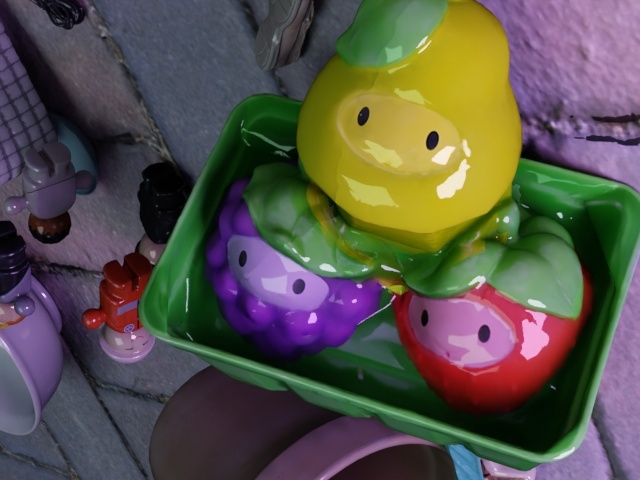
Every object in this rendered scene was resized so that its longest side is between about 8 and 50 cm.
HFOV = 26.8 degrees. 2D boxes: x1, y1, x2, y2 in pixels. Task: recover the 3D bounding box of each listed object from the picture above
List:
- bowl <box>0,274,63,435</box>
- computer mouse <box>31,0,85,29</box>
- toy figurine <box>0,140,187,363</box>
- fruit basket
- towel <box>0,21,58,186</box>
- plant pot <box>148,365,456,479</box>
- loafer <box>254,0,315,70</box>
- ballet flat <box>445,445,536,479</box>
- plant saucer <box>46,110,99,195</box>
[{"bbox_3d":[-0.457,0.119,1.876,0.298,0.134,0.298,28,143,25],"label":"bowl"},{"bbox_3d":[-0.277,-0.300,1.324,0.106,0.042,0.193,41,152,15],"label":"computer mouse"},{"bbox_3d":[-0.254,0.014,1.459,0.209,0.213,0.148,11,138,2],"label":"toy figurine"},{"bbox_3d":[0.062,-0.010,1.053,0.392,0.283,0.392,19,155,9],"label":"fruit basket"},{"bbox_3d":[-0.454,-0.164,1.466,0.121,0.235,0.283,-6,114,62],"label":"towel"},{"bbox_3d":[-0.042,0.278,1.485,0.280,0.323,0.323,36,149,41],"label":"plant pot"},{"bbox_3d":[-0.024,-0.196,1.172,0.045,0.039,0.125,69,152,26],"label":"loafer"},{"bbox_3d":[0.172,0.219,1.362,0.087,0.083,0.247,2,131,28],"label":"ballet flat"},{"bbox_3d":[-0.298,-0.107,1.567,0.119,0.021,0.119,29,143,24],"label":"plant saucer"}]
